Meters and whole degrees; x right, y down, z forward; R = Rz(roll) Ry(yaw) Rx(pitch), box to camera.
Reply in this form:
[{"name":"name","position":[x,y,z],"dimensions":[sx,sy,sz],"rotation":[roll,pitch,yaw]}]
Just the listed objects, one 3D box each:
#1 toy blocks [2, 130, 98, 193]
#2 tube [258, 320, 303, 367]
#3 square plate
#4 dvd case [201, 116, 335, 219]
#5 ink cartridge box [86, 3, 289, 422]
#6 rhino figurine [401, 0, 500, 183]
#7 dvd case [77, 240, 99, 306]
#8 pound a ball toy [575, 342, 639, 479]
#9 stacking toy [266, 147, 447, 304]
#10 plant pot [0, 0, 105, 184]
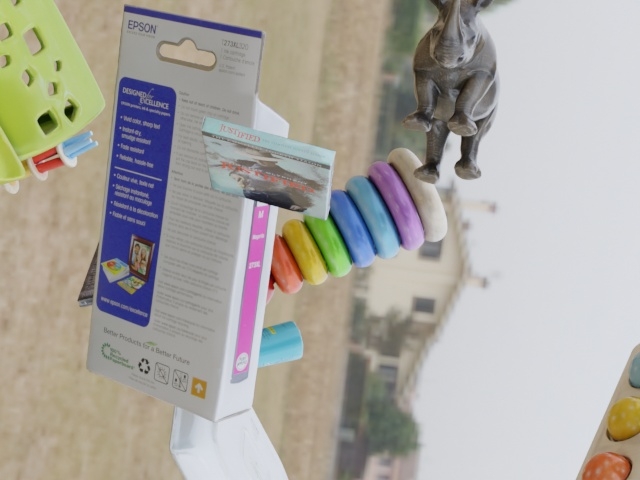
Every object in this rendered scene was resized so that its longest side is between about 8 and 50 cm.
[{"name":"toy blocks","position":[-0.402,-0.129,1.827],"dimensions":[0.123,0.148,0.054],"rotation":[43,28,-61]},{"name":"tube","position":[-0.126,0.152,1.685],"dimensions":[0.080,0.207,0.052],"rotation":[-175,-106,-67]},{"name":"square plate","position":[-0.114,0.335,1.877],"dimensions":[0.344,0.049,0.347],"rotation":[-92,159,-66]},{"name":"dvd case","position":[-0.034,-0.046,0.865],"dimensions":[0.119,0.087,0.013],"rotation":[98,8,-73]},{"name":"ink cartridge box","position":[-0.128,-0.028,1.237],"dimensions":[0.069,0.176,0.370],"rotation":[-13,114,-53]},{"name":"rhino figurine","position":[0.109,-0.136,1.063],"dimensions":[0.243,0.073,0.106],"rotation":[72,33,-68]},{"name":"dvd case","position":[-0.265,0.011,1.954],"dimensions":[0.221,0.165,0.018],"rotation":[-82,156,-51]},{"name":"pound a ball toy","position":[0.311,0.244,1.365],"dimensions":[0.208,0.135,0.319],"rotation":[-23,-158,46]},{"name":"stacking toy","position":[0.000,0.000,1.771],"dimensions":[0.141,0.330,0.141],"rotation":[155,-90,-85]},{"name":"plant pot","position":[-0.401,-0.163,1.373],"dimensions":[0.227,0.228,0.207],"rotation":[64,29,-27]}]
